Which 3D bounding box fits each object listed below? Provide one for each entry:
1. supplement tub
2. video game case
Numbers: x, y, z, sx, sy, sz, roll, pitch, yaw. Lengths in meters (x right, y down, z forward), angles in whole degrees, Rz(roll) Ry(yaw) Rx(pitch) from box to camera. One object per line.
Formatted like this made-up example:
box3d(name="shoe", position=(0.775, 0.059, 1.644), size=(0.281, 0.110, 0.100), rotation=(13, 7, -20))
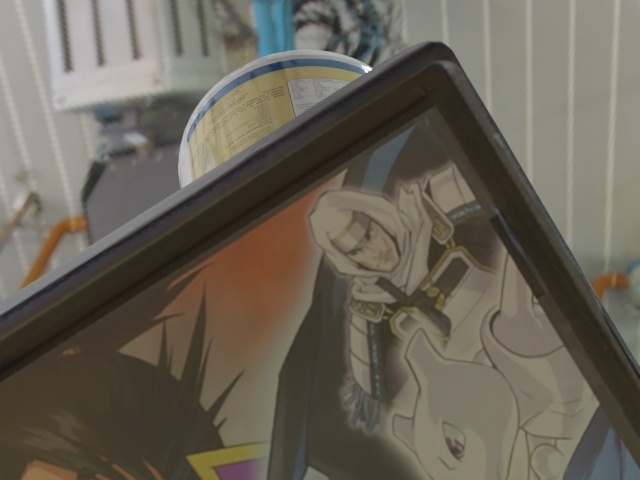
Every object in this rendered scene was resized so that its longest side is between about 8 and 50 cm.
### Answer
box3d(name="supplement tub", position=(0.000, 0.000, 0.844), size=(0.144, 0.199, 0.144), rotation=(-5, -55, -6))
box3d(name="video game case", position=(-0.027, 0.134, 0.331), size=(0.275, 0.035, 0.248), rotation=(-33, -82, -6))
